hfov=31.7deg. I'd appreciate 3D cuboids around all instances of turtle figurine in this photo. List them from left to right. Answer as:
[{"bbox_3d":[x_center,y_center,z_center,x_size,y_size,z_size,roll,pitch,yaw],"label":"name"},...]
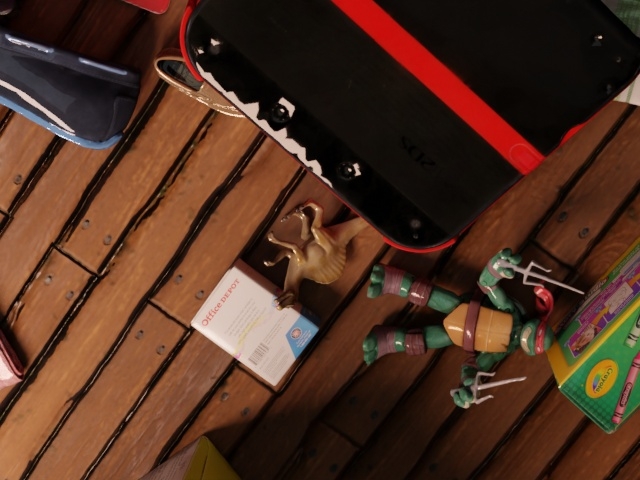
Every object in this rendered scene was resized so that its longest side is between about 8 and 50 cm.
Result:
[{"bbox_3d":[0.168,0.096,1.241,0.234,0.118,0.175,8,84,20],"label":"turtle figurine"}]

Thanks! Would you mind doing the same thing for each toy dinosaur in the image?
[{"bbox_3d":[0.000,0.000,1.273,0.183,0.053,0.093,-42,98,-11],"label":"toy dinosaur"}]

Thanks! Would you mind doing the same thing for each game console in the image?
[{"bbox_3d":[0.081,-0.197,1.146,0.386,0.060,0.342,40,115,-12],"label":"game console"}]

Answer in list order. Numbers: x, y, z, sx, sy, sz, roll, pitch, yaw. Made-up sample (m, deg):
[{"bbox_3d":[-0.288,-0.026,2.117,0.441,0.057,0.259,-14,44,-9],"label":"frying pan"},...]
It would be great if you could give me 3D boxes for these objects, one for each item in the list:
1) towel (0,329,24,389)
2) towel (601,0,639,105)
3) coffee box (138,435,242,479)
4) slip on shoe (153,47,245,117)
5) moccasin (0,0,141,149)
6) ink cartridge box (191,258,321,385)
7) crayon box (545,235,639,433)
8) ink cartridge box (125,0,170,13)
[{"bbox_3d":[-0.547,0.128,1.347,0.329,0.037,0.237,-25,100,11],"label":"towel"},{"bbox_3d":[0.337,-0.202,1.200,0.152,0.023,0.113,15,115,9],"label":"towel"},{"bbox_3d":[-0.176,0.487,1.233,0.334,0.338,0.338,-37,97,10],"label":"coffee box"},{"bbox_3d":[-0.122,-0.175,1.247,0.135,0.041,0.051,28,102,-1],"label":"slip on shoe"},{"bbox_3d":[-0.355,-0.224,1.227,0.342,0.138,0.117,28,98,-16],"label":"moccasin"},{"bbox_3d":[-0.074,0.092,1.292,0.122,0.052,0.088,37,101,-4],"label":"ink cartridge box"},{"bbox_3d":[0.362,0.057,1.193,0.081,0.165,0.278,40,102,-4],"label":"crayon box"},{"bbox_3d":[-0.267,-0.412,1.167,0.309,0.130,0.272,21,103,0],"label":"ink cartridge box"}]
